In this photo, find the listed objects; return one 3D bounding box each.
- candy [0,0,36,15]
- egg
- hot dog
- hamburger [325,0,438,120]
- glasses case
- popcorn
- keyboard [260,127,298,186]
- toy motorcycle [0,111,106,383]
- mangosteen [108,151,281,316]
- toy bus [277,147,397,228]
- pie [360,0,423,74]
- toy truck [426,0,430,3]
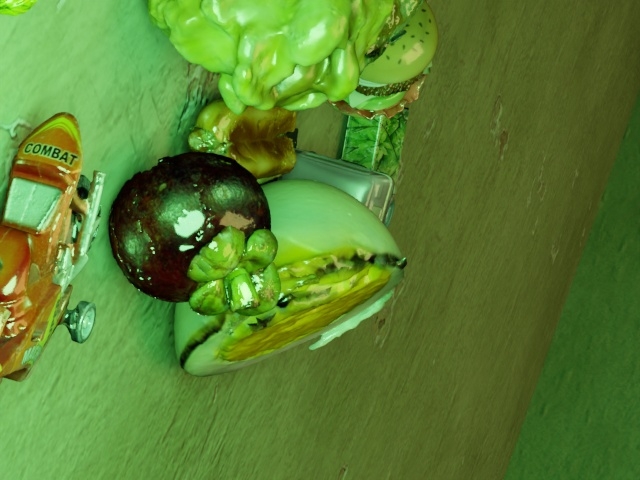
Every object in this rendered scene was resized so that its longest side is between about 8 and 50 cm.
[{"bbox_3d":[-0.287,-0.181,1.453,0.194,0.058,0.062,-39,171,-48],"label":"candy"},{"bbox_3d":[-0.058,0.028,2.041,0.286,0.174,0.264,-15,161,-49],"label":"egg"},{"bbox_3d":[-0.086,-0.109,2.041,0.249,0.068,0.100,-12,102,-72],"label":"hot dog"},{"bbox_3d":[0.062,-0.235,2.208,0.137,0.175,0.175,129,-17,-65],"label":"hamburger"},{"bbox_3d":[0.053,-0.052,2.495,0.095,0.062,0.272,0,101,-65],"label":"glasses case"},{"bbox_3d":[-0.050,-0.236,1.822,0.195,0.256,0.255,-52,-137,34],"label":"popcorn"},{"bbox_3d":[-0.070,-0.082,2.193,0.202,0.011,0.067,-36,136,-63],"label":"keyboard"},{"bbox_3d":[-0.262,0.046,1.586,0.171,0.089,0.298,73,33,-54],"label":"toy motorcycle"},{"bbox_3d":[-0.116,-0.001,1.831,0.166,0.180,0.166,-36,156,-19],"label":"mangosteen"},{"bbox_3d":[0.000,0.000,2.239,0.142,0.142,0.202,5,102,-79],"label":"toy bus"},{"bbox_3d":[0.007,-0.314,2.042,0.302,0.067,0.302,-6,98,-45],"label":"pie"},{"bbox_3d":[0.097,-0.427,2.275,0.162,0.136,0.305,-61,159,-19],"label":"toy truck"}]
